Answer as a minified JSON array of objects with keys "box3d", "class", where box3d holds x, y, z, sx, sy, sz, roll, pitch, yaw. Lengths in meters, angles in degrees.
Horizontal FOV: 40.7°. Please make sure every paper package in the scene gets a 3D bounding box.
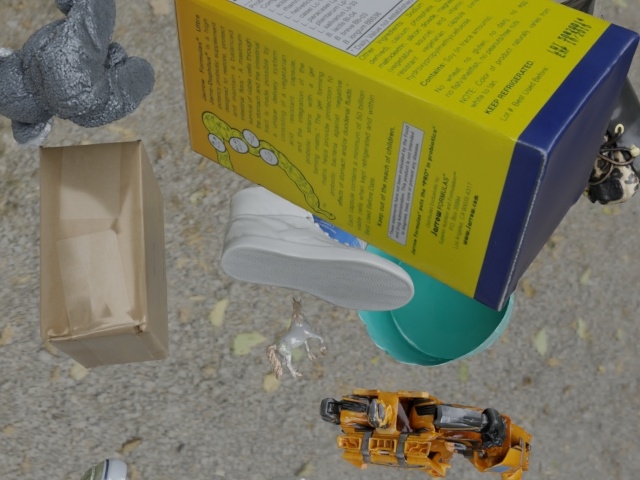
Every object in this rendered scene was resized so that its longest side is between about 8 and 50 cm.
[{"box3d":[-0.357,0.033,1.451,0.168,0.309,0.325,-5,73,-5],"class":"paper package"}]

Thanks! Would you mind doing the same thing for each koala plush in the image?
[{"box3d":[-0.389,-0.232,1.230,0.203,0.221,0.196,-77,149,-50],"class":"koala plush"}]

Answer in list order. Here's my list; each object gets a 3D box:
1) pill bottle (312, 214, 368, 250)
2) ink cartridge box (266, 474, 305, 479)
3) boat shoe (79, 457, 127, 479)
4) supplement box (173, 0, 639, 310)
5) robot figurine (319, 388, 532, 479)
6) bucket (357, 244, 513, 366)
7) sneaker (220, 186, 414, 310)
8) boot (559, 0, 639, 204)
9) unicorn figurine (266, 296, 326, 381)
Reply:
[{"box3d":[0.036,-0.025,1.522,0.124,0.124,0.221,52,51,-19],"class":"pill bottle"},{"box3d":[-0.111,0.541,1.570,0.212,0.093,0.154,-16,93,-45],"class":"ink cartridge box"},{"box3d":[-0.388,0.435,1.279,0.094,0.109,0.302,28,109,-19],"class":"boat shoe"},{"box3d":[0.067,-0.132,0.796,0.194,0.356,0.195,-46,154,-34],"class":"supplement box"},{"box3d":[0.127,0.226,0.981,0.291,0.211,0.085,28,63,-53],"class":"robot figurine"},{"box3d":[0.211,0.089,1.524,0.183,0.281,0.281,29,61,-70],"class":"bucket"},{"box3d":[0.000,0.000,1.288,0.292,0.108,0.169,16,40,-16],"class":"sneaker"},{"box3d":[0.388,-0.178,1.263,0.284,0.138,0.377,58,35,-19],"class":"boot"},{"box3d":[-0.043,0.182,1.608,0.111,0.060,0.162,58,39,-8],"class":"unicorn figurine"}]
